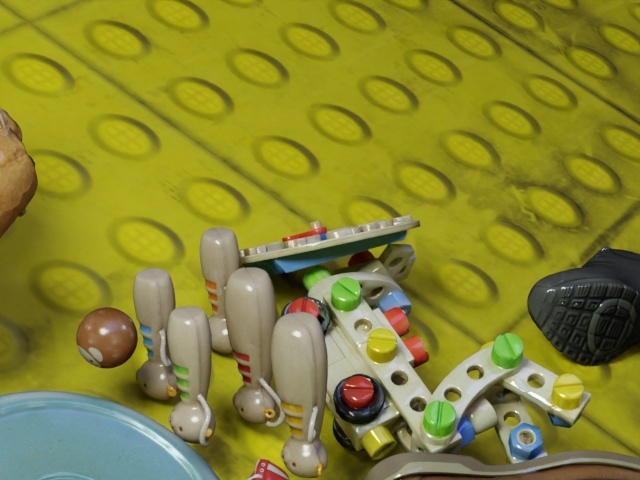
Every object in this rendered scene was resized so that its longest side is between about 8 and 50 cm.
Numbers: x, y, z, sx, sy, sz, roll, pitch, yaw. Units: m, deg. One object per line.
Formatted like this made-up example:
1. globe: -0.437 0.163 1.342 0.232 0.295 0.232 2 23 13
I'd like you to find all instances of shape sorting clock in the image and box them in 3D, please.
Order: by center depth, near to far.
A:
1. shape sorting clock: 0.000 0.000 1.779 0.206 0.206 0.040 -18 93 -46

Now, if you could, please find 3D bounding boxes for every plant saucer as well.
1. plant saucer: -0.203 0.237 1.397 0.318 0.043 0.317 12 43 -12

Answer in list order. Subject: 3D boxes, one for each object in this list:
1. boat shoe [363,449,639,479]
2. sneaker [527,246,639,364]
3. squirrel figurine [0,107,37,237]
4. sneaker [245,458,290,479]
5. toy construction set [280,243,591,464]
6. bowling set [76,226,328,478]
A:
1. boat shoe: 0.189 0.265 1.610 0.307 0.110 0.104 0 45 -19
2. sneaker: 0.327 0.065 1.976 0.286 0.109 0.130 6 31 -41
3. squirrel figurine: -0.435 -0.058 1.469 0.397 0.281 0.370 -19 41 -25
4. sneaker: -0.069 0.228 1.536 0.118 0.042 0.067 5 40 -35
5. toy construction set: 0.087 0.107 1.700 0.215 0.151 0.327 -25 43 -17
6. bowling set: -0.123 0.111 1.583 0.200 0.154 0.287 -9 23 -16
